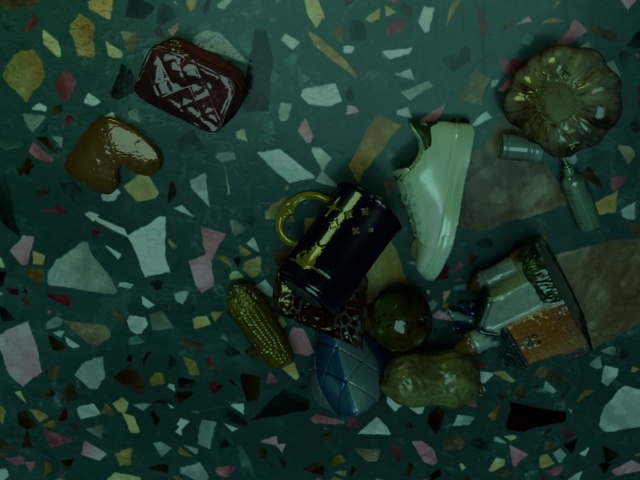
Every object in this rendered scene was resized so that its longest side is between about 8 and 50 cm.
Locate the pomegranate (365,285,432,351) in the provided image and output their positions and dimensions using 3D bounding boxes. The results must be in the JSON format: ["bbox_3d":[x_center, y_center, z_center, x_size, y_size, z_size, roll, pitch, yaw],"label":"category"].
[{"bbox_3d":[0.175,0.193,1.852,0.205,0.159,0.159,-7,115,37],"label":"pomegranate"}]

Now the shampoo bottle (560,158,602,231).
[{"bbox_3d":[0.586,-0.113,1.748,0.056,0.056,0.195,-24,110,12],"label":"shampoo bottle"}]

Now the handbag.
[{"bbox_3d":[-0.277,-0.338,1.657,0.225,0.135,0.146,26,112,-3],"label":"handbag"}]

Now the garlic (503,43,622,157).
[{"bbox_3d":[0.518,-0.298,1.624,0.245,0.160,0.245,7,106,28],"label":"garlic"}]

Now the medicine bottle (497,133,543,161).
[{"bbox_3d":[0.449,-0.207,1.714,0.091,0.058,0.058,5,113,1],"label":"medicine bottle"}]

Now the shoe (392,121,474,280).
[{"bbox_3d":[0.232,-0.094,1.717,0.160,0.132,0.363,12,99,2],"label":"shoe"}]

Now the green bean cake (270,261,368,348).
[{"bbox_3d":[-0.002,0.150,1.812,0.233,0.097,0.198,9,69,3],"label":"green bean cake"}]

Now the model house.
[{"bbox_3d":[0.450,0.175,1.808,0.301,0.190,0.271,-28,108,16],"label":"model house"}]

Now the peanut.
[{"bbox_3d":[0.286,0.329,1.858,0.291,0.143,0.159,10,126,-31],"label":"peanut"}]

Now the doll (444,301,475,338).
[{"bbox_3d":[0.394,0.209,1.888,0.195,0.070,0.096,21,82,-9],"label":"doll"}]

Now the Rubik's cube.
[{"bbox_3d":[0.042,0.312,1.915,0.254,0.254,0.254,1,112,2],"label":"Rubik's cube"}]

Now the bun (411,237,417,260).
[{"bbox_3d":[0.259,0.026,1.821,0.086,0.055,0.086,0,112,1],"label":"bun"}]

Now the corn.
[{"bbox_3d":[-0.151,0.210,1.897,0.097,0.097,0.261,-26,110,13],"label":"corn"}]

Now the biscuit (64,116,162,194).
[{"bbox_3d":[-0.481,-0.184,1.781,0.186,0.036,0.192,37,110,-14],"label":"biscuit"}]

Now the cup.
[{"bbox_3d":[0.016,0.014,1.744,0.178,0.255,0.256,45,76,-33],"label":"cup"}]
